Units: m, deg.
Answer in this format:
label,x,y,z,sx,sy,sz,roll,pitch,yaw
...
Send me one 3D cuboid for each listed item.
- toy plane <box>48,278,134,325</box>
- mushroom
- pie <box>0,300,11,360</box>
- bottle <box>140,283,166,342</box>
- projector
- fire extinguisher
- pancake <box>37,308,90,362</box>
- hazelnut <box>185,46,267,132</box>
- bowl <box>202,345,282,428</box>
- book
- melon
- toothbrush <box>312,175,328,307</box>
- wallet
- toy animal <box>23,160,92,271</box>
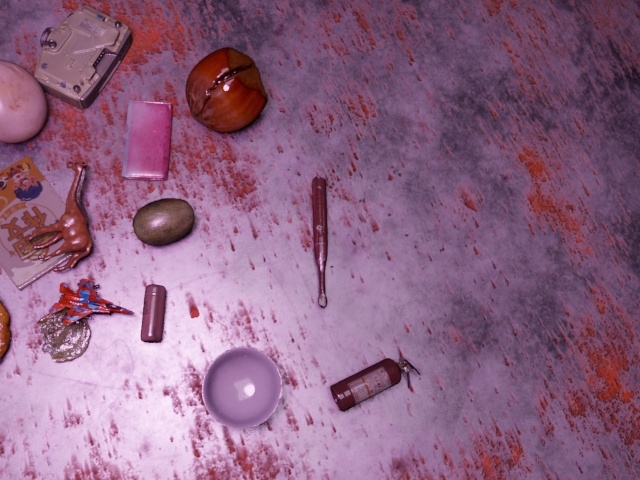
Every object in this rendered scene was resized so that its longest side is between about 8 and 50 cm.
label,x,y,z,sx,sy,sz,roll,pitch,yaw
toy plane,-0.547,0.159,1.425,0.189,0.061,0.130,19,50,-14
mushroom,-0.803,-0.341,1.500,0.206,0.209,0.207,20,53,-29
pie,-0.850,0.225,1.353,0.273,0.069,0.274,2,74,-8
bottle,-0.411,0.179,1.446,0.053,0.053,0.140,4,72,-8
projector,-0.661,-0.514,1.608,0.193,0.088,0.270,26,71,-3
fire extinguisher,0.143,0.359,1.476,0.231,0.071,0.099,-21,105,-16
pancake,-0.614,0.226,1.415,0.116,0.022,0.130,-12,74,-16
hazelnut,-0.259,-0.402,1.591,0.181,0.181,0.212,-37,91,-37
bowl,-0.188,0.353,1.410,0.188,0.086,0.189,3,74,-9
book,-0.748,-0.048,1.483,0.208,0.020,0.295,-37,82,-19
melon,-0.401,-0.048,1.488,0.167,0.114,0.114,-20,77,-15
toothbrush,0.000,0.000,1.577,0.040,0.041,0.364,2,72,-9
wallet,-0.468,-0.274,1.595,0.119,0.025,0.232,2,72,-8
toy animal,-0.627,-0.063,1.461,0.229,0.066,0.224,-40,82,-10
